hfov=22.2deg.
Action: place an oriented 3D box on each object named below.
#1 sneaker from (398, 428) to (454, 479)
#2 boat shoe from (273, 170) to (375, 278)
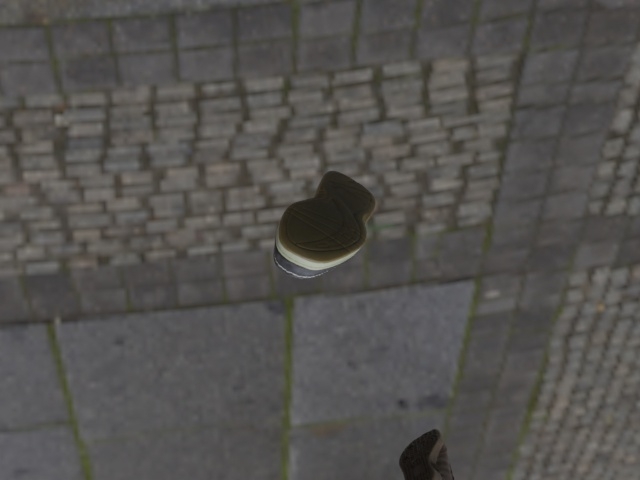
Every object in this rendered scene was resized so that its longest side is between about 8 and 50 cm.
[{"bbox_3d":[0.149,0.322,2.191,0.066,0.188,0.071,-29,103,15],"label":"sneaker"},{"bbox_3d":[-0.001,-0.001,1.582,0.080,0.223,0.073,29,114,2],"label":"boat shoe"}]
